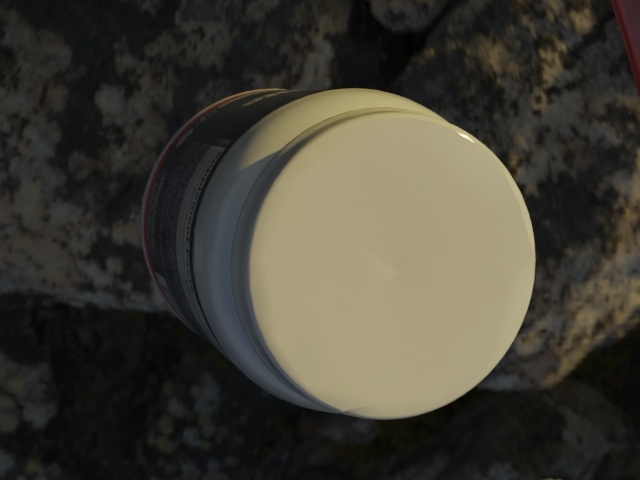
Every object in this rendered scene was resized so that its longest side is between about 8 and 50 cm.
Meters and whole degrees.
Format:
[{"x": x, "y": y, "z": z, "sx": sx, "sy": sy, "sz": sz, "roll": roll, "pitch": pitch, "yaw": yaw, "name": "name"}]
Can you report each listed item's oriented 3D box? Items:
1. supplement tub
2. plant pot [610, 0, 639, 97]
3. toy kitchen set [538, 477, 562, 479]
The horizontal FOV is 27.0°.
[{"x": 0.000, "y": 0.000, "z": 0.839, "sx": 0.191, "sy": 0.272, "sz": 0.191, "roll": -2, "pitch": 97, "yaw": -18, "name": "supplement tub"}, {"x": 0.190, "y": -0.167, "z": 0.407, "sx": 0.243, "sy": 0.275, "sz": 0.275, "roll": -17, "pitch": 118, "yaw": 16, "name": "plant pot"}, {"x": 0.084, "y": 0.184, "z": 0.789, "sx": 0.166, "sy": 0.207, "sz": 0.122, "roll": -10, "pitch": 95, "yaw": -1, "name": "toy kitchen set"}]
